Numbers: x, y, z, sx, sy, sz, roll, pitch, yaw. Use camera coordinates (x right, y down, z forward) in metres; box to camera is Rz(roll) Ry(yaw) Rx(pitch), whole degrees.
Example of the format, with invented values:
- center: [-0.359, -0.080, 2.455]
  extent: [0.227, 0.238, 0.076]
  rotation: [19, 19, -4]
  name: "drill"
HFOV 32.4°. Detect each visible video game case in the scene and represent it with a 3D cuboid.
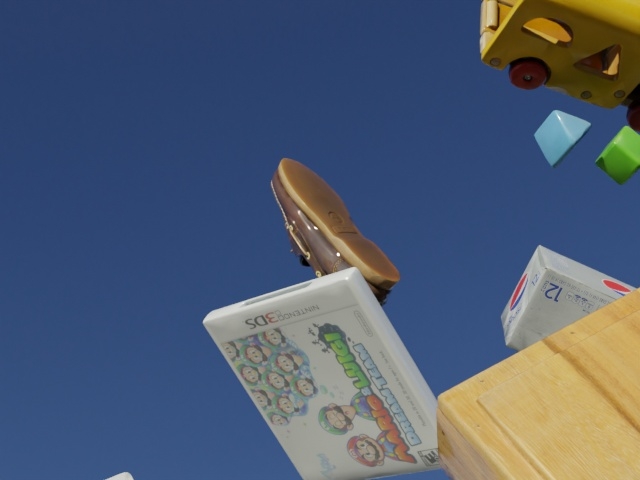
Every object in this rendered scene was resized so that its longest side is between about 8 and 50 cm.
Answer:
- center: [0.007, 0.102, 0.773]
  extent: [0.143, 0.019, 0.157]
  rotation: [-19, -71, 39]
  name: "video game case"

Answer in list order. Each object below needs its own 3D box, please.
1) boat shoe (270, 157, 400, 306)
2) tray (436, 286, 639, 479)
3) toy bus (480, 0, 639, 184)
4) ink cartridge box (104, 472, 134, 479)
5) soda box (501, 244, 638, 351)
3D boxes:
- center: [0.000, 0.000, 1.124]
  extent: [0.073, 0.207, 0.073]
  rotation: [10, -56, -41]
  name: "boat shoe"
- center: [0.253, 0.181, 0.511]
  extent: [0.203, 0.411, 0.076]
  rotation: [-25, -43, -18]
  name: "tray"
- center: [0.216, -0.159, 0.801]
  extent: [0.202, 0.191, 0.104]
  rotation: [-28, -17, -36]
  name: "toy bus"
- center: [-0.144, 0.273, 0.644]
  extent: [0.160, 0.092, 0.219]
  rotation: [-20, -68, -10]
  name: "ink cartridge box"
- center: [0.337, 0.113, 1.150]
  extent: [0.286, 0.091, 0.098]
  rotation: [24, -73, -1]
  name: "soda box"
